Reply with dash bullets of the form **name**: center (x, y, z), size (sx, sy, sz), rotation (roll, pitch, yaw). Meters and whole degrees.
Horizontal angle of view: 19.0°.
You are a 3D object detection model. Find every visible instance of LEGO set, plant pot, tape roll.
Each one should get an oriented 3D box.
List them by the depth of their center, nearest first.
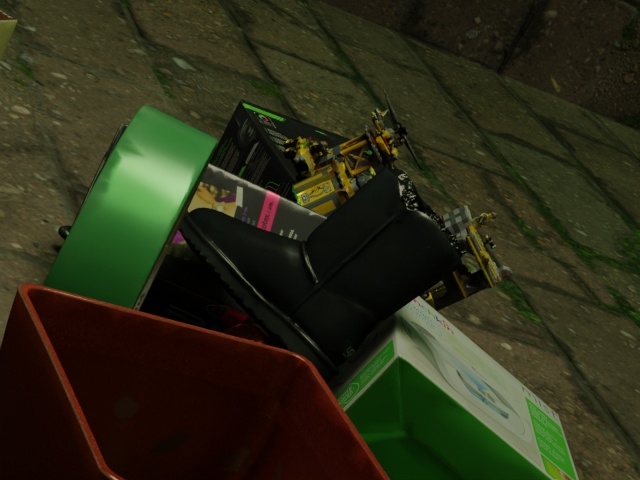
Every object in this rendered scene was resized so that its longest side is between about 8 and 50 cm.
- **plant pot**: center (-0.123, 0.223, 1.427), size (0.267, 0.236, 0.267), rotation (16, 20, -30)
- **tape roll**: center (-0.193, 0.039, 1.692), size (0.077, 0.321, 0.321), rotation (25, 18, -3)
- **LEGO set**: center (0.112, -0.006, 2.255), size (0.331, 0.192, 0.255), rotation (64, 7, -9)

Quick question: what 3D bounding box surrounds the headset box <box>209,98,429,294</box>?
- **headset box**: center (0.002, -0.047, 2.514), size (0.246, 0.131, 0.283), rotation (19, 19, -27)

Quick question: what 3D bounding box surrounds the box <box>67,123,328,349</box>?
- **box**: center (-0.130, 0.009, 2.058), size (0.270, 0.143, 0.165), rotation (25, -17, -6)

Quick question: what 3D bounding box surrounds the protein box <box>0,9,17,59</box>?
- **protein box**: center (-0.475, -0.187, 2.105), size (0.136, 0.200, 0.201), rotation (32, 19, 16)

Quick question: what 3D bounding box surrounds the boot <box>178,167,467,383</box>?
- **boot**: center (0.000, 0.000, 1.908), size (0.246, 0.207, 0.094), rotation (44, -7, 26)

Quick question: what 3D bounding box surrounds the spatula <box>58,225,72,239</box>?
- **spatula**: center (-0.182, 0.021, 2.226), size (0.296, 0.030, 0.084), rotation (12, 26, -39)

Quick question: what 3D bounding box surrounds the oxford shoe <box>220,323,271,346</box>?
- **oxford shoe**: center (-0.068, 0.190, 1.846), size (0.133, 0.130, 0.364), rotation (55, 2, -21)

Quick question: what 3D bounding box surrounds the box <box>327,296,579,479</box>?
- **box**: center (0.128, 0.191, 1.964), size (0.262, 0.127, 0.231), rotation (40, 15, -13)
